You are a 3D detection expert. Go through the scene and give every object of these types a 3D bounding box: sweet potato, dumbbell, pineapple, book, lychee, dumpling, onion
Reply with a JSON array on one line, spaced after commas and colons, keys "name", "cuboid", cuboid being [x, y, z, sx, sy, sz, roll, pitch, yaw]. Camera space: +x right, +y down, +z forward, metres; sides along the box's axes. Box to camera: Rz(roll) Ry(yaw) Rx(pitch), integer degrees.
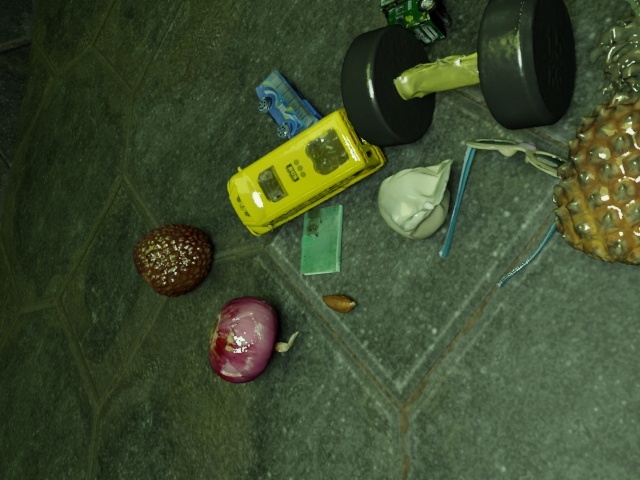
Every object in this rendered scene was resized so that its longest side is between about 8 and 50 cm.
[{"name": "sweet potato", "cuboid": [0.035, 0.119, 1.029, 0.095, 0.034, 0.034, 7, 82, 53]}, {"name": "dumbbell", "cuboid": [0.211, -0.265, 0.868, 0.322, 0.203, 0.204, 1, 78, 42]}, {"name": "pineapple", "cuboid": [0.389, -0.151, 0.645, 0.175, 0.175, 0.361, 27, 117, 43]}, {"name": "book", "cuboid": [0.000, 0.000, 1.103, 0.103, 0.017, 0.135, -8, 72, 40]}, {"name": "lychee", "cuboid": [-0.348, 0.038, 1.299, 0.188, 0.188, 0.188, -13, 69, 38]}, {"name": "dumpling", "cuboid": [0.167, -0.080, 0.913, 0.155, 0.111, 0.181, -44, 40, 17]}, {"name": "onion", "cuboid": [-0.150, 0.199, 1.087, 0.177, 0.153, 0.177, -37, 25, 21]}]

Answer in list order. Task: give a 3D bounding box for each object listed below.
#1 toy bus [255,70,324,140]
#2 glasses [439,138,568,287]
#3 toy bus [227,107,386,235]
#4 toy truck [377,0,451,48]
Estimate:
[{"name": "toy bus", "cuboid": [-0.064, -0.281, 1.199, 0.094, 0.079, 0.236, -48, 51, 18]}, {"name": "glasses", "cuboid": [0.269, -0.051, 0.832, 0.189, 0.088, 0.221, 33, 100, 42]}, {"name": "toy bus", "cuboid": [-0.051, -0.122, 1.049, 0.330, 0.152, 0.144, -28, 92, 26]}, {"name": "toy truck", "cuboid": [0.181, -0.498, 1.042, 0.121, 0.088, 0.259, -9, 70, 38]}]
